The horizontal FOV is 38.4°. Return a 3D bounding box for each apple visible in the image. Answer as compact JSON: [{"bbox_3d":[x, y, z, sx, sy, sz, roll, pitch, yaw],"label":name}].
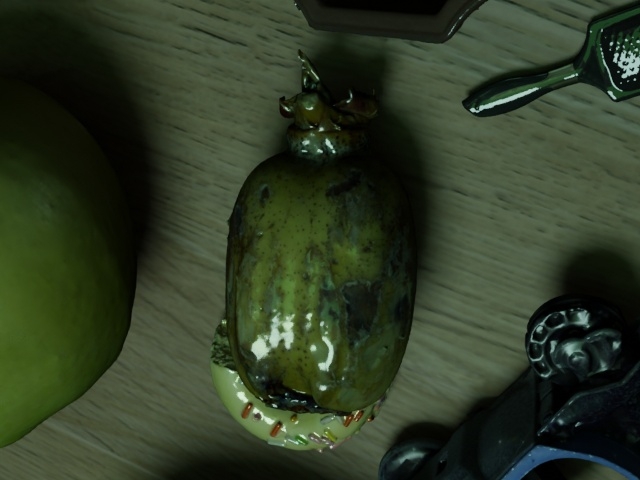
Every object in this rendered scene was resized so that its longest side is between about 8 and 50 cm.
[{"bbox_3d":[-0.264,0.006,0.734,0.233,0.295,0.258,-33,121,-10],"label":"apple"}]

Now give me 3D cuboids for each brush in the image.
[{"bbox_3d":[0.194,-0.123,0.656,0.193,0.016,0.063,-17,104,24],"label":"brush"}]

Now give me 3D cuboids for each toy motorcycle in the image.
[{"bbox_3d":[0.182,0.199,0.741,0.212,0.125,0.359,32,120,-5],"label":"toy motorcycle"}]

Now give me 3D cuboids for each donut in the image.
[{"bbox_3d":[-0.022,0.137,0.809,0.165,0.065,0.108,10,115,15],"label":"donut"}]

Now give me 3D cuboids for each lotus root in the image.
[{"bbox_3d":[0.001,0.000,0.703,0.154,0.154,0.278,3,96,18],"label":"lotus root"}]

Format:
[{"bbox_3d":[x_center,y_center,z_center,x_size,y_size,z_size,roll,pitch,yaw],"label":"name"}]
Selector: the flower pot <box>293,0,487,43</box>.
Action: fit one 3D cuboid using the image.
[{"bbox_3d":[0.056,-0.263,0.592,0.178,0.084,0.251,15,118,36],"label":"flower pot"}]
